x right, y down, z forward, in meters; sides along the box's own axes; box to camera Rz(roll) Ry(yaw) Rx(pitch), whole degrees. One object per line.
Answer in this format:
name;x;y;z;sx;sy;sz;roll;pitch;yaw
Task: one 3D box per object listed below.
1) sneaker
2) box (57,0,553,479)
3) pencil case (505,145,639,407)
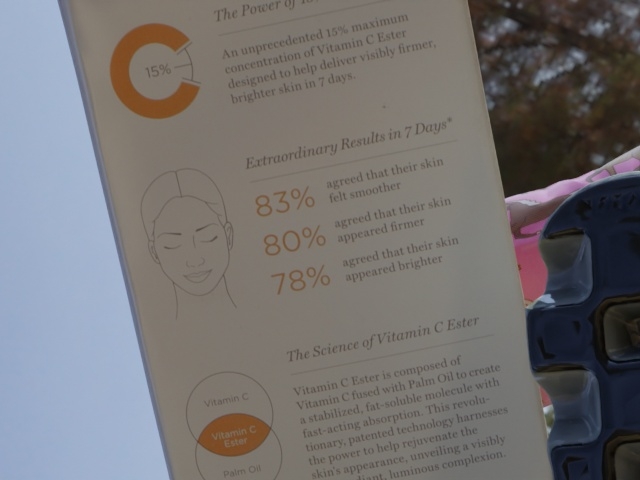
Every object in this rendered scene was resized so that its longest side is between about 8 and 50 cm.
sneaker;0.159;0.148;0.530;0.146;0.122;0.330;28;-116;-59
box;0.000;0.000;0.752;0.168;0.215;0.345;-79;-23;-81
pencil case;0.135;0.068;0.996;0.386;0.160;0.167;-25;-51;16
